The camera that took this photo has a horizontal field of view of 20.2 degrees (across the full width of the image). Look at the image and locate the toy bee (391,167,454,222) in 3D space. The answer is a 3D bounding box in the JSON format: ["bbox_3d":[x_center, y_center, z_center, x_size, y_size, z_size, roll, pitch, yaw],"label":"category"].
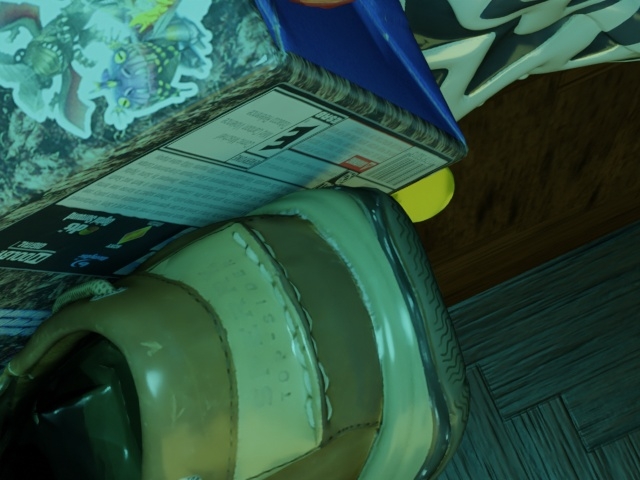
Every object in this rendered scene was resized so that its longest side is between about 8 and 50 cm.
[{"bbox_3d":[0.000,0.000,1.160,0.195,0.162,0.298,-31,-163,-11],"label":"toy bee"}]

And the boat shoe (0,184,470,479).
[{"bbox_3d":[-0.080,0.083,0.603,0.120,0.123,0.324,-12,156,-35],"label":"boat shoe"}]

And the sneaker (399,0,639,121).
[{"bbox_3d":[0.078,-0.104,0.863,0.153,0.094,0.235,-29,170,29],"label":"sneaker"}]

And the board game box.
[{"bbox_3d":[-0.129,-0.035,0.575,0.291,0.141,0.232,-27,170,13],"label":"board game box"}]

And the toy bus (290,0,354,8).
[{"bbox_3d":[0.017,-0.163,0.353,0.104,0.191,0.202,33,136,-25],"label":"toy bus"}]
